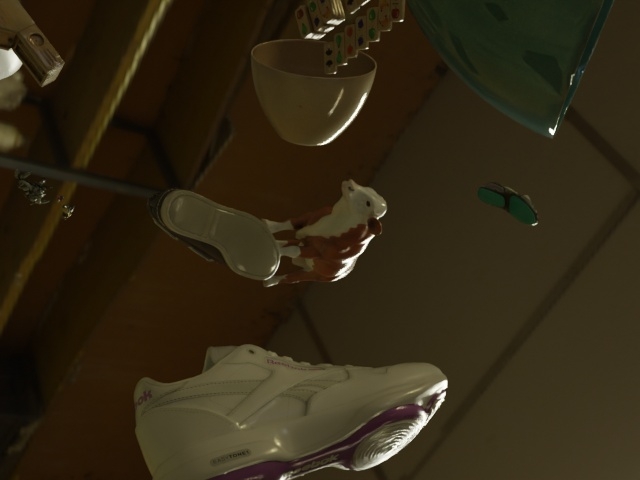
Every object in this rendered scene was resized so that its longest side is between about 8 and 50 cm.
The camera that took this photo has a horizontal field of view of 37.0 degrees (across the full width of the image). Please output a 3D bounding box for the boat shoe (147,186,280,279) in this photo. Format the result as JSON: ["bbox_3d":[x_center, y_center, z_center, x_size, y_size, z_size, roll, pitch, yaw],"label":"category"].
[{"bbox_3d":[-0.134,-0.011,1.221,0.065,0.206,0.075,11,-105,46],"label":"boat shoe"}]

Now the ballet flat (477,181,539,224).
[{"bbox_3d":[0.281,-0.058,1.390,0.114,0.041,0.041,32,-74,43],"label":"ballet flat"}]

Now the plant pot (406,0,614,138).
[{"bbox_3d":[0.201,-0.274,0.968,0.195,0.290,0.290,23,-79,12],"label":"plant pot"}]

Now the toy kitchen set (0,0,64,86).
[{"bbox_3d":[-0.263,-0.158,0.777,0.075,0.083,0.068,53,-34,-3],"label":"toy kitchen set"}]

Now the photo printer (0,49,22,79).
[{"bbox_3d":[-0.722,-0.368,1.821,0.256,0.307,0.107,103,-37,-73],"label":"photo printer"}]

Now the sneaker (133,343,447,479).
[{"bbox_3d":[-0.020,0.139,0.857,0.152,0.305,0.114,58,-38,33],"label":"sneaker"}]

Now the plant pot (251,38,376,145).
[{"bbox_3d":[-0.023,-0.328,2.190,0.284,0.284,0.191,42,-46,49],"label":"plant pot"}]

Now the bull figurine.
[{"bbox_3d":[0.000,0.000,1.537,0.310,0.188,0.101,101,-16,-68],"label":"bull figurine"}]

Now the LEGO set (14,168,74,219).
[{"bbox_3d":[-0.335,-0.052,1.142,0.023,0.083,0.054,-56,172,-35],"label":"LEGO set"}]

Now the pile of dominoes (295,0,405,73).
[{"bbox_3d":[0.048,-0.431,1.697,0.251,0.040,0.196,-28,-108,49],"label":"pile of dominoes"}]
